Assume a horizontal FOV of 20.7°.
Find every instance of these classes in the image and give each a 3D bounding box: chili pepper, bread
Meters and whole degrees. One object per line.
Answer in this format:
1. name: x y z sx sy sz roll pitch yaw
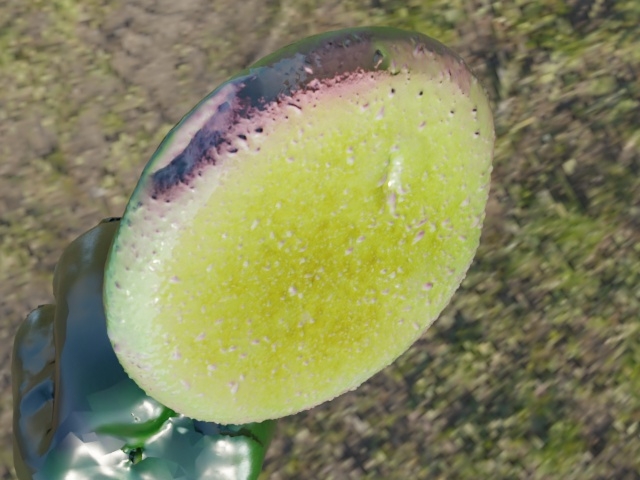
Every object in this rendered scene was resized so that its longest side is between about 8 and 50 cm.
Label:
1. chili pepper: -0.144 0.121 1.508 0.233 0.257 0.248 14 121 -16
2. bread: 0.000 0.000 0.853 0.033 0.228 0.228 43 122 42
